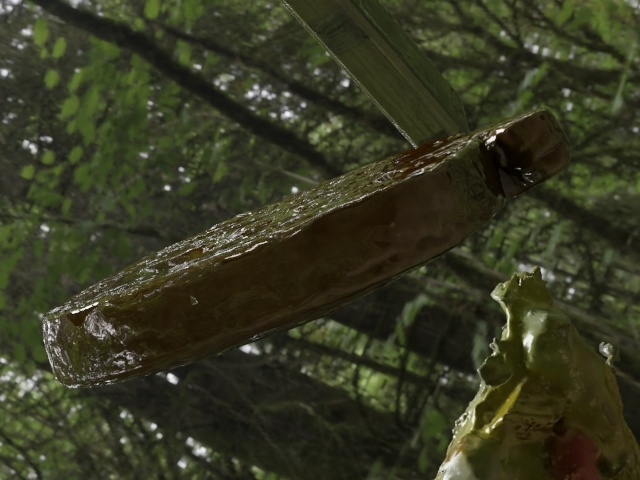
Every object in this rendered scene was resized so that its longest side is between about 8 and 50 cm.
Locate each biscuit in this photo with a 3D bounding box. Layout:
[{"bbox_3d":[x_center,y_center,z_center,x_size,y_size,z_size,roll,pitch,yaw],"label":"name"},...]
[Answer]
[{"bbox_3d":[0.001,0.001,0.618,0.367,0.314,0.063,-50,-60,-81],"label":"biscuit"}]

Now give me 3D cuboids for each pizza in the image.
[{"bbox_3d":[0.172,0.159,0.789,0.075,0.280,0.287,141,124,-68],"label":"pizza"}]

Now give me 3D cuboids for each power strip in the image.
[{"bbox_3d":[0.063,-0.194,1.080,0.387,0.066,0.092,40,-145,-41],"label":"power strip"}]
